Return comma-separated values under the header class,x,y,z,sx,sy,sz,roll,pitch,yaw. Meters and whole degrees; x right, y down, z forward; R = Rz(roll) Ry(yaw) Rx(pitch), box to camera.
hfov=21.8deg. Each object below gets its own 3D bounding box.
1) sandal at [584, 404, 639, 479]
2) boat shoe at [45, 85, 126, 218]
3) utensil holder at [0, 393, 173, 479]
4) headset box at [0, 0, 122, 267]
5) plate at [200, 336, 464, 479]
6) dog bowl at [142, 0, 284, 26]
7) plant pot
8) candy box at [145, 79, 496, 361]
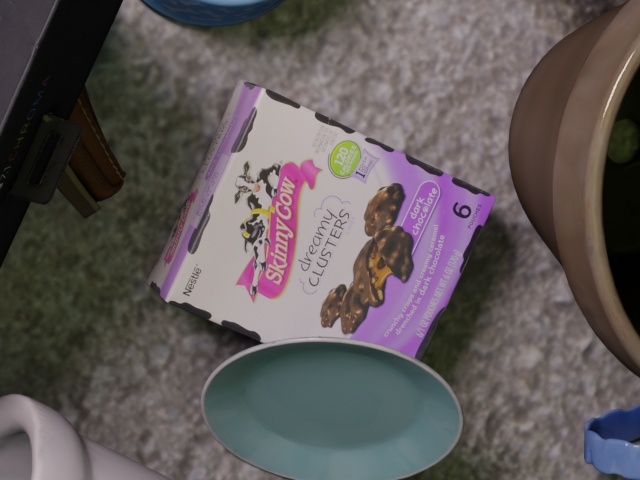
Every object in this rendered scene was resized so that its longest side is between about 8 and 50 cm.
class,x,y,z,sx,sy,sz,roll,pitch,yaw
sandal,0.318,0.109,1.290,0.138,0.126,0.317,36,86,-16
boat shoe,-0.192,-0.164,1.079,0.104,0.111,0.307,-30,108,-9
utensil holder,-0.107,0.330,1.090,0.385,0.327,0.327,31,90,-23
headset box,-0.276,-0.107,0.972,0.283,0.131,0.246,27,105,4
plate,0.009,0.118,1.187,0.188,0.188,0.024,23,48,-20
dog bowl,-0.095,-0.282,1.103,0.166,0.074,0.297,-32,106,-8
plant pot,0.269,-0.055,1.157,0.323,0.280,0.323,-3,101,-18
candy box,0.000,0.000,1.191,0.196,0.070,0.165,24,93,-20
